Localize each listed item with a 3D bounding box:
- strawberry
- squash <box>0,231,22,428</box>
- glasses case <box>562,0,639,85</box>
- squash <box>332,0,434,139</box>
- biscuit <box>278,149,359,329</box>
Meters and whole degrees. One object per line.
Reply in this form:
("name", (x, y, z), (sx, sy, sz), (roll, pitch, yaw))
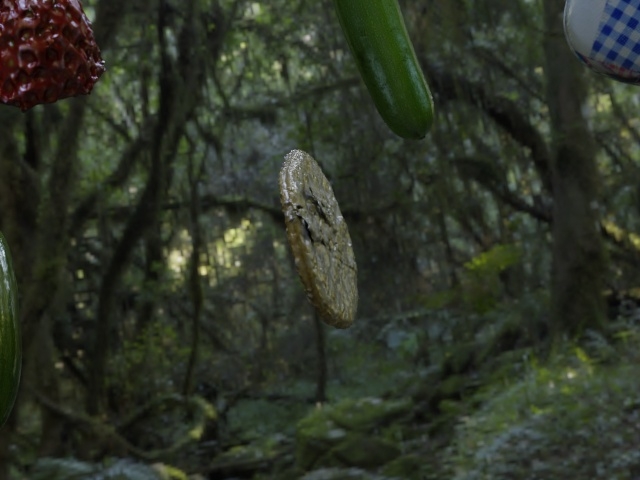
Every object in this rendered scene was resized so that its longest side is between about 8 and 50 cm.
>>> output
("strawberry", (-0.426, -0.305, 1.503), (0.233, 0.234, 0.178), (-6, -48, -18))
("squash", (-0.333, 0.072, 1.035), (0.069, 0.258, 0.069), (-10, -24, -5))
("glasses case", (0.279, -0.281, 0.809), (0.125, 0.328, 0.076), (15, 0, 2))
("squash", (0.086, -0.327, 1.626), (0.101, 0.379, 0.101), (-19, 21, 8))
("biscuit", (0.001, 0.000, 1.225), (0.033, 0.220, 0.220), (-15, -14, 16))
